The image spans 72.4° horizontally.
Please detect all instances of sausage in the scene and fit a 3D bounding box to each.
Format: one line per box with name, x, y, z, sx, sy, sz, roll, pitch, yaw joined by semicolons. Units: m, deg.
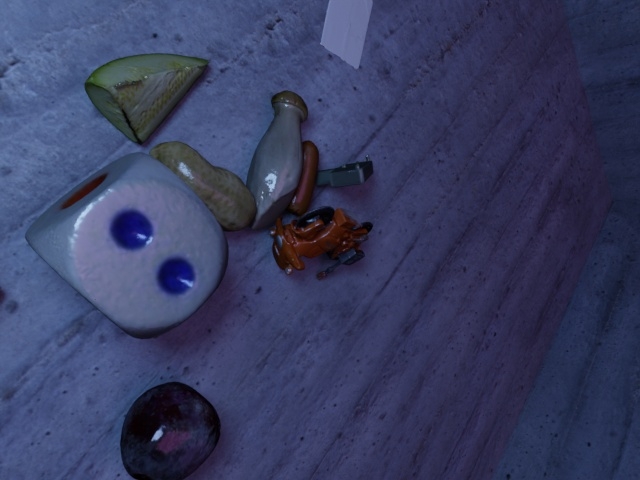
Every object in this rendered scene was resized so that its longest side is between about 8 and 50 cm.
sausage;-0.049;-0.162;1.131;0.076;0.076;0.197;17;81;-40

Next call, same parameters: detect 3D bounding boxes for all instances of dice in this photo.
dice;-0.333;0.007;0.786;0.243;0.259;0.251;-49;123;-24

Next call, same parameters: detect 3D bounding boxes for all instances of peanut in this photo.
peanut;-0.250;-0.114;0.938;0.253;0.122;0.137;34;30;-35

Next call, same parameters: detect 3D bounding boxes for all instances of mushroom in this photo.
mushroom;-0.104;-0.192;1.054;0.129;0.128;0.349;21;75;-39

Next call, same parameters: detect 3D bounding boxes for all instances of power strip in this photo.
power strip;0.058;-0.183;1.174;0.215;0.146;0.061;-49;130;-71

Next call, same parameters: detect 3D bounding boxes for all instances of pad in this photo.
pad;0.078;-0.627;1.252;0.157;0.004;0.231;18;82;-40

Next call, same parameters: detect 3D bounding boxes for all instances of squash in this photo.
squash;-0.334;-0.339;0.856;0.252;0.093;0.169;-59;170;-20

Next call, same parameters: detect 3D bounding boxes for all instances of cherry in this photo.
cherry;-0.304;0.394;0.886;0.195;0.195;0.194;-3;95;-40

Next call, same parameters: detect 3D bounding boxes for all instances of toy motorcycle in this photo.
toy motorcycle;0.000;0.000;1.116;0.326;0.221;0.147;15;46;-58
